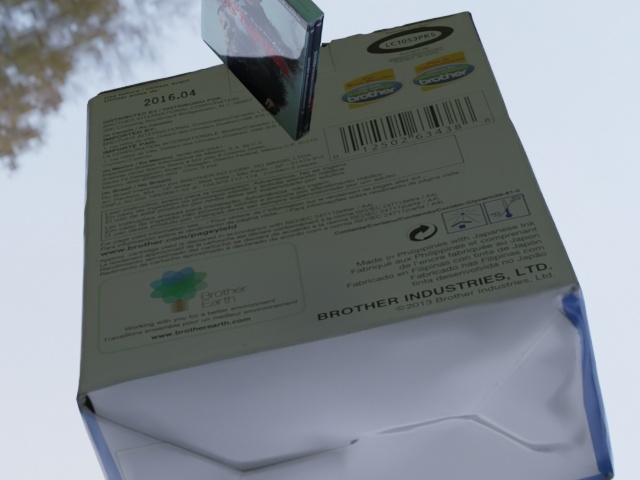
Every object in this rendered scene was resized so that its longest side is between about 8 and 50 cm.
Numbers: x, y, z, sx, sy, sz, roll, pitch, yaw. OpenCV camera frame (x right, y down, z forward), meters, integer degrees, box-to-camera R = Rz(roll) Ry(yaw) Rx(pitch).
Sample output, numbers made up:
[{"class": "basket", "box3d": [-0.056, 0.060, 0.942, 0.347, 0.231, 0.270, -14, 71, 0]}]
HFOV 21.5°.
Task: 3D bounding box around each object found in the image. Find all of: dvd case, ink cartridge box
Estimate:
[{"class": "dvd case", "box3d": [-0.033, -0.113, 0.888, 0.013, 0.119, 0.087, -35, -108, -20]}, {"class": "ink cartridge box", "box3d": [0.000, 0.000, 1.045, 0.270, 0.151, 0.395, -12, -145, 1]}]
